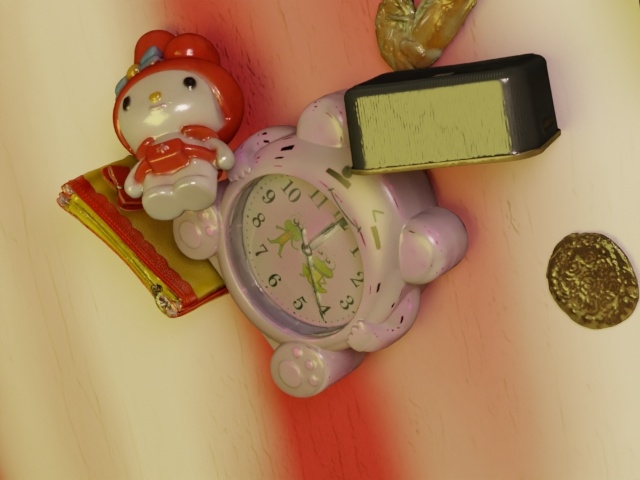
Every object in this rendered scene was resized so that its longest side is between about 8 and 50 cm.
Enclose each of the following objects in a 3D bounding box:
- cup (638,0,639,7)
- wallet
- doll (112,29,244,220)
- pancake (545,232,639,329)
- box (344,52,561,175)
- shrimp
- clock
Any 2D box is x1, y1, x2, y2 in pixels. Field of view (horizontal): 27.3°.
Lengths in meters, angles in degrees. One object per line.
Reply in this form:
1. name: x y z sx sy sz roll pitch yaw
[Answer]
1. cup: 0.357 -0.196 1.142 0.199 0.199 0.150 21 139 31
2. wallet: -0.217 -0.010 1.695 0.241 0.141 0.067 43 125 15
3. doll: -0.169 -0.152 1.554 0.161 0.290 0.130 -19 140 15
4. pancake: 0.287 0.043 1.398 0.115 0.011 0.114 17 119 33
5. box: 0.132 -0.130 1.337 0.201 0.144 0.090 -5 103 25
6. shrimp: 0.118 -0.250 1.394 0.180 0.041 0.099 -46 64 43
7. clock: 0.000 0.000 1.544 0.295 0.113 0.322 54 131 7
